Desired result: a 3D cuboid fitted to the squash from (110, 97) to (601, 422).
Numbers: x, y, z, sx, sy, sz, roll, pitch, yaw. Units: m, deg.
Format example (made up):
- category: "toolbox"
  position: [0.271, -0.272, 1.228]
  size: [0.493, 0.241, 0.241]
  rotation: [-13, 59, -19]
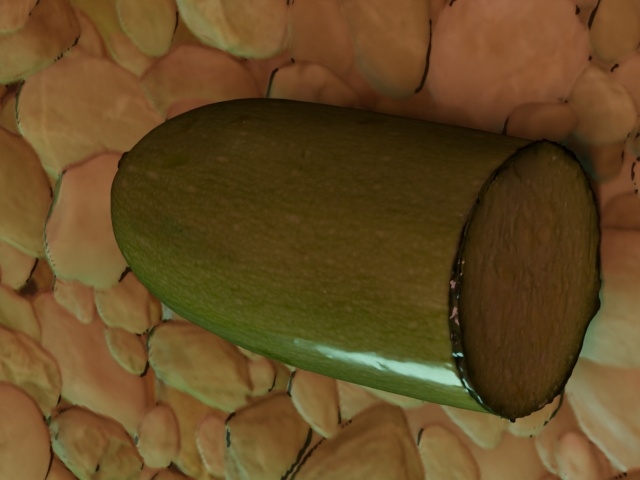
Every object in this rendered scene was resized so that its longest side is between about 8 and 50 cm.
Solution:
- category: "squash"
  position: [0.000, 0.000, 0.911]
  size: [0.247, 0.132, 0.132]
  rotation: [11, 109, 35]
